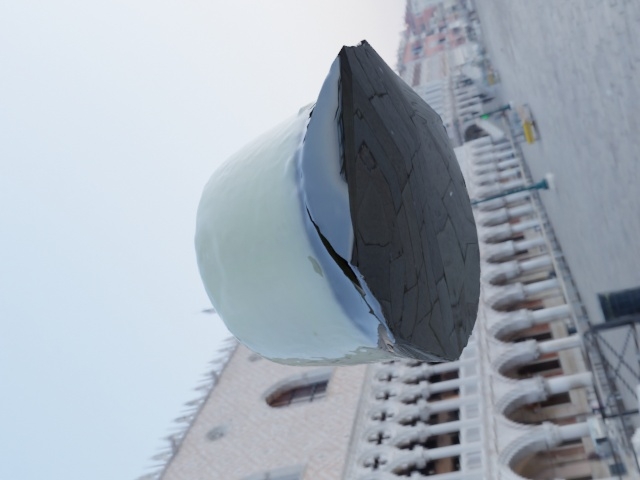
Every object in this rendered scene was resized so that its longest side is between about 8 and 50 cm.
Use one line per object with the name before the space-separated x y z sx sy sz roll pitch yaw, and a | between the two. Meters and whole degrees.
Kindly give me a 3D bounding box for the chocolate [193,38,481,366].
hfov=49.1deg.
chocolate | 0.000 0.000 0.801 0.326 0.297 0.314 28 -128 -56
